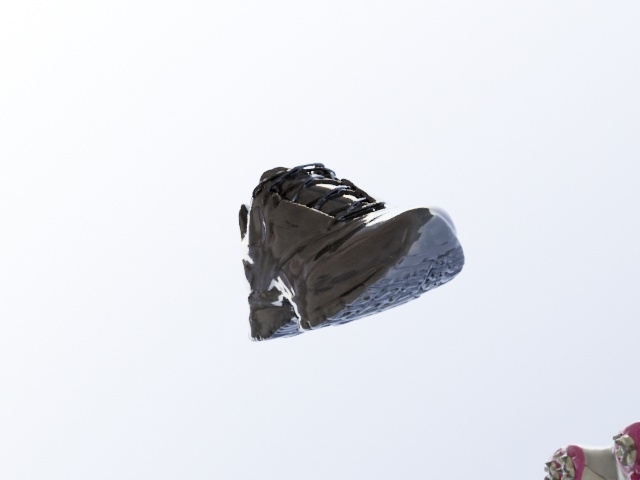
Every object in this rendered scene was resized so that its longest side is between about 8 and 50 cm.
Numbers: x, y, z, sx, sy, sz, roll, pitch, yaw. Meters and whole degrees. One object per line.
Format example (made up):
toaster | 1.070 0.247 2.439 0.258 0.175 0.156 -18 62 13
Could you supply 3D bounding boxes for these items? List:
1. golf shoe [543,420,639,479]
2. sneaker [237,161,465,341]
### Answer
golf shoe | 0.312 0.213 1.039 0.306 0.140 0.115 146 -59 -72
sneaker | 0.000 0.000 0.875 0.286 0.109 0.130 -20 -93 62
